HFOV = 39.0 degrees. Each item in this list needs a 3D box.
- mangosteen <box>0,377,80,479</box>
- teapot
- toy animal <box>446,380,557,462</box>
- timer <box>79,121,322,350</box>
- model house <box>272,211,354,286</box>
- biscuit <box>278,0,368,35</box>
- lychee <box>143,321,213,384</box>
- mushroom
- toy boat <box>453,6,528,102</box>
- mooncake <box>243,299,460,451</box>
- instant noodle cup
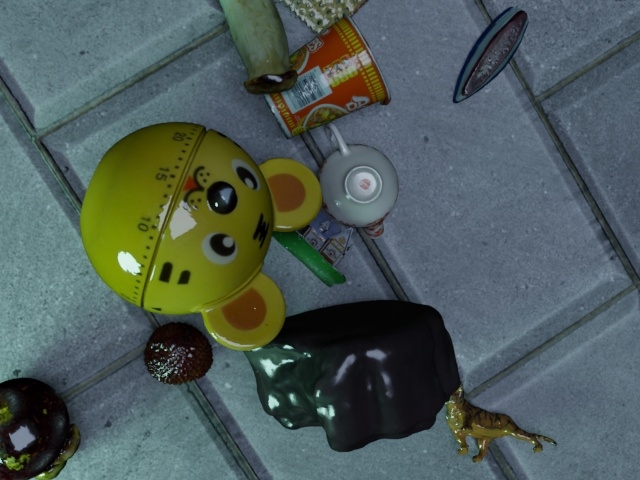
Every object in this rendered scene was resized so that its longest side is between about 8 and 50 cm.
[{"bbox_3d":[-0.531,0.356,1.657,0.192,0.192,0.217,-49,137,-4],"label":"mangosteen"},{"bbox_3d":[0.068,-0.119,1.763,0.159,0.116,0.245,-19,90,3],"label":"teapot"},{"bbox_3d":[0.357,0.382,1.840,0.255,0.114,0.116,19,47,-14],"label":"toy animal"},{"bbox_3d":[-0.208,-0.027,1.588,0.387,0.376,0.376,20,89,-3],"label":"timer"},{"bbox_3d":[0.000,0.000,1.757,0.167,0.117,0.088,42,70,-7],"label":"model house"},{"bbox_3d":[-0.016,-0.498,1.767,0.203,0.016,0.144,41,86,-9],"label":"biscuit"},{"bbox_3d":[-0.265,0.216,1.711,0.129,0.123,0.123,36,87,-18],"label":"lychee"},{"bbox_3d":[-0.120,-0.395,1.658,0.100,0.081,0.312,-11,62,-11],"label":"mushroom"},{"bbox_3d":[0.341,-0.369,1.819,0.080,0.046,0.229,39,84,-12],"label":"toy boat"},{"bbox_3d":[0.067,0.232,1.638,0.351,0.381,0.212,-19,102,-20],"label":"mooncake"},{"bbox_3d":[0.000,-0.294,1.709,0.212,0.193,0.193,-29,97,2],"label":"instant noodle cup"}]
